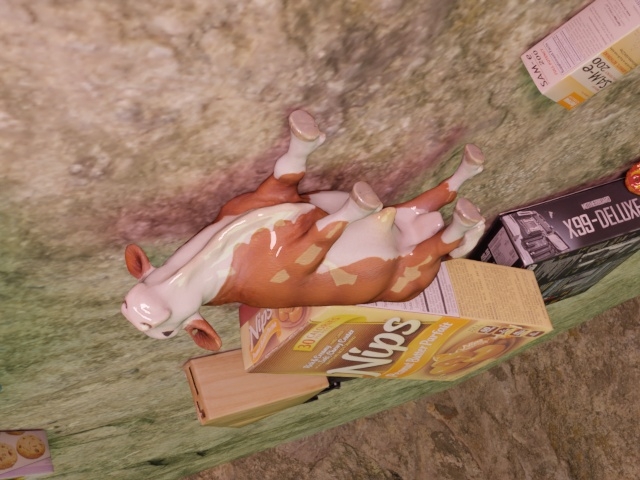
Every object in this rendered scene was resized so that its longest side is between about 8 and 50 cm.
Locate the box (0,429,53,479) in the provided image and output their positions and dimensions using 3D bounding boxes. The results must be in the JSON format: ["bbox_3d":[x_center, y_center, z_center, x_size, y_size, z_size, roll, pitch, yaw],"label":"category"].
[{"bbox_3d":[-0.451,0.271,0.781,0.063,0.067,0.324,-26,159,8],"label":"box"}]

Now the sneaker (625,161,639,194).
[{"bbox_3d":[0.469,-0.095,0.828,0.175,0.064,0.067,-21,167,1],"label":"sneaker"}]

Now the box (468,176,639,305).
[{"bbox_3d":[0.335,0.028,0.956,0.242,0.076,0.307,-17,158,-11],"label":"box"}]

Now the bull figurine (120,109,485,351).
[{"bbox_3d":[0.000,0.000,0.511,0.310,0.101,0.188,-4,151,-42],"label":"bull figurine"}]

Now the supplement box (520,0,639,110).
[{"bbox_3d":[0.201,-0.139,0.462,0.098,0.036,0.062,-35,156,33],"label":"supplement box"}]

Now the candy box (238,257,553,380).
[{"bbox_3d":[0.087,0.091,0.758,0.316,0.087,0.183,9,146,-31],"label":"candy box"}]

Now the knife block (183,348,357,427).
[{"bbox_3d":[-0.048,0.199,0.996,0.242,0.088,0.276,-24,160,2],"label":"knife block"}]
